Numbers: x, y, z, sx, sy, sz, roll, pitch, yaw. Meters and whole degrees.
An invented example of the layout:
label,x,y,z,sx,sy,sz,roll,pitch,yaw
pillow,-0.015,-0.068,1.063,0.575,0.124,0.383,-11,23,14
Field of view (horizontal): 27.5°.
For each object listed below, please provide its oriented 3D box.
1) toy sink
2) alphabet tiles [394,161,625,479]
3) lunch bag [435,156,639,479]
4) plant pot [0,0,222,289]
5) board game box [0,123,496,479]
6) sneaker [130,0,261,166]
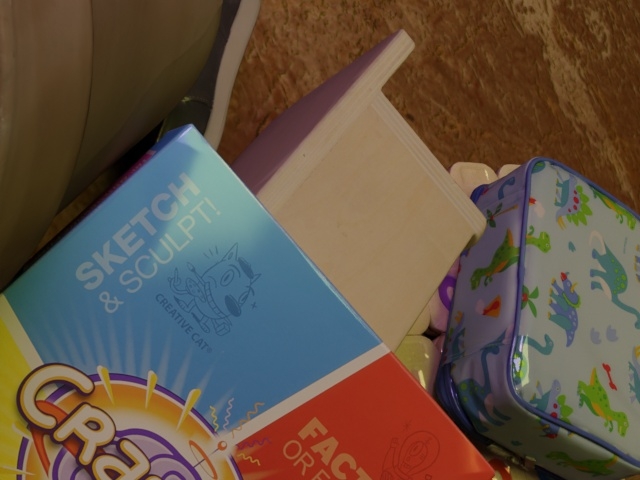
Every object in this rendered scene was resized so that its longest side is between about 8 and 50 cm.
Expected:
label,x,y,z,sx,sy,sz,roll,pitch,yaw
toy sink,0.000,0.000,0.830,0.131,0.152,0.234,49,46,-12
alphabet tiles,0.143,0.070,1.009,0.284,0.021,0.278,0,70,-40
lunch bag,0.181,0.065,0.965,0.176,0.090,0.219,28,54,-26
plant pot,-0.199,-0.123,0.647,0.323,0.323,0.280,61,29,0
board game box,-0.105,0.136,0.636,0.316,0.064,0.242,-44,102,-12
sneaker,-0.122,-0.096,0.834,0.118,0.083,0.222,25,53,-17
